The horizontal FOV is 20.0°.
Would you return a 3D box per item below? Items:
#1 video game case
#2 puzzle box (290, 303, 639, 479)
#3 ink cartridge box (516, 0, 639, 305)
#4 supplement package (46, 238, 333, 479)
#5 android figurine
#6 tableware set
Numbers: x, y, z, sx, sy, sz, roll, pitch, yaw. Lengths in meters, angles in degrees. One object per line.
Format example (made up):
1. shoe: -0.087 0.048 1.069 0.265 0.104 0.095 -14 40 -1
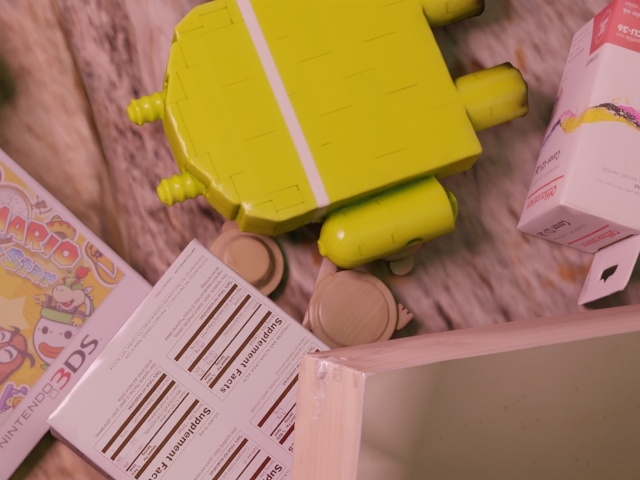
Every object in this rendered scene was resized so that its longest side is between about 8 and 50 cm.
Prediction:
1. video game case: -0.250 0.043 1.205 0.227 0.026 0.206 44 77 -26
2. puzzle box: 0.144 0.176 1.060 0.409 0.052 0.272 -4 104 -42
3. ink cartridge box: 0.198 -0.061 1.286 0.067 0.115 0.198 18 78 -6
4. supplement package: -0.053 0.128 1.181 0.203 0.194 0.149 39 79 -1
5. android figurine: 0.002 -0.103 1.285 0.273 0.056 0.248 -21 79 -13
6. tableware set: 0.000 0.000 1.298 0.168 0.020 0.141 30 73 1
